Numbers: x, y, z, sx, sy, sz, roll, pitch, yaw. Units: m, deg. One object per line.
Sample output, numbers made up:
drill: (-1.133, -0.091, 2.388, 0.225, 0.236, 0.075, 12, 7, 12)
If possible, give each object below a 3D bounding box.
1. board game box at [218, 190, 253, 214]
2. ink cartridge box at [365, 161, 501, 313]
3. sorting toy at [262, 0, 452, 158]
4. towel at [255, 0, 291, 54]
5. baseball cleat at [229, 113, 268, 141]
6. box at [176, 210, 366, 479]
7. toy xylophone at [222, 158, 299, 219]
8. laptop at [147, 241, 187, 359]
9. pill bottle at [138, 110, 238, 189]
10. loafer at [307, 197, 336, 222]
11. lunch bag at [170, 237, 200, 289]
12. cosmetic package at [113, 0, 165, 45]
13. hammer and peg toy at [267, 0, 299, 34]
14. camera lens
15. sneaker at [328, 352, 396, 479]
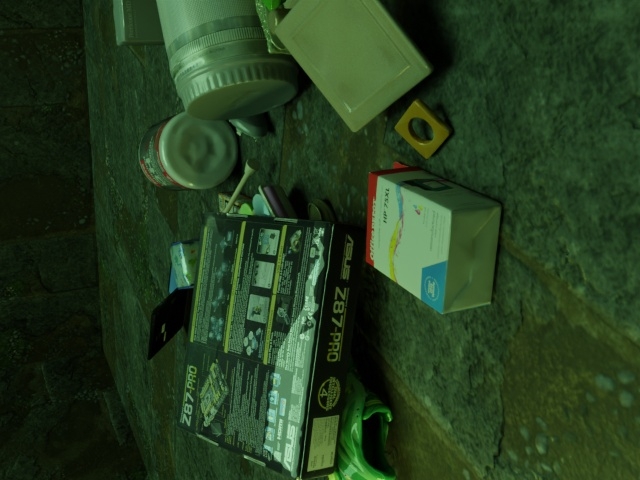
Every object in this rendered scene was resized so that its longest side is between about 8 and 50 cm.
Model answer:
board game box: (-0.169, -0.021, 1.575, 0.193, 0.045, 0.146, 26, 121, 59)
ink cartridge box: (0.126, -0.014, 0.935, 0.231, 0.078, 0.134, 35, 129, 57)
sorting toy: (0.046, -0.253, 0.939, 0.347, 0.047, 0.196, 51, 147, -6)
towel: (-0.046, -0.357, 1.141, 0.027, 0.110, 0.148, -44, 56, 57)
baseball cleat: (-0.155, -0.292, 1.428, 0.206, 0.072, 0.109, 54, 137, 37)
box: (-0.093, 0.156, 1.195, 0.318, 0.097, 0.394, 5, 88, 41)
toy xylophone: (-0.143, -0.008, 1.415, 0.236, 0.081, 0.322, 56, 137, 23)
laptop: (-0.480, 0.181, 2.177, 0.137, 0.264, 0.234, 29, 135, 13)
pill bottle: (-0.325, -0.204, 1.684, 0.319, 0.177, 0.176, 6, 103, 64)
loafer: (0.000, 0.000, 1.230, 0.056, 0.050, 0.147, -28, 74, 63)
lunch bag: (-0.354, 0.064, 1.929, 0.151, 0.096, 0.128, -13, 87, 55)
cosmetic package: (-0.295, -0.463, 1.463, 0.107, 0.238, 0.127, 19, 116, 62)
hammer and peg toy: (0.003, -0.462, 0.977, 0.361, 0.128, 0.265, -51, 53, 57)
camera lens: (-0.163, -0.370, 1.243, 0.219, 0.220, 0.274, -24, 77, 64)
sneaker: (0.058, 0.269, 1.175, 0.124, 0.110, 0.295, -31, 63, 33)
